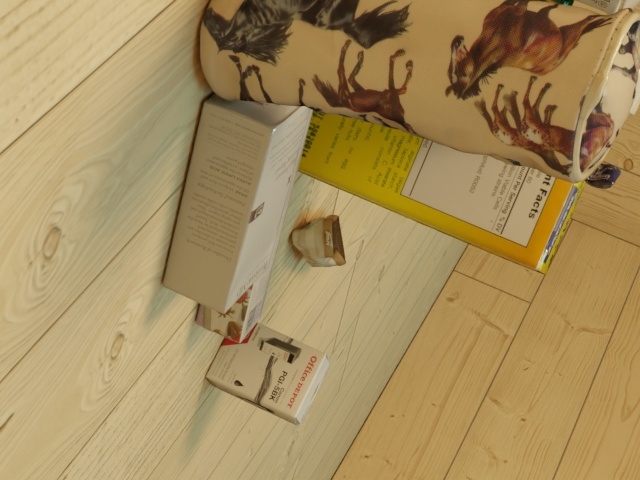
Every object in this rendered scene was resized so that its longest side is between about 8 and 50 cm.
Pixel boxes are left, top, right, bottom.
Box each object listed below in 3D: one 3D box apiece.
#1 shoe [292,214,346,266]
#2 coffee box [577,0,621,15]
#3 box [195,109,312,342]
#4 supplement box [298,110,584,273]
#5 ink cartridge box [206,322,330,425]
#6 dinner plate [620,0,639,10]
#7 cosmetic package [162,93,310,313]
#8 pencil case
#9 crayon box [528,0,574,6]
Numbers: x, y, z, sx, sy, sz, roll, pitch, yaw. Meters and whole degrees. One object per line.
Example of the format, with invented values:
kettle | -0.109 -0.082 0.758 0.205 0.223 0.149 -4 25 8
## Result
shoe | 0.000 0.000 1.967 0.219 0.058 0.077 35 48 -82
coffee box | 0.244 -0.499 1.367 0.338 0.338 0.334 -56 165 -40
box | -0.077 -0.028 1.528 0.067 0.063 0.324 -53 162 -52
supplement box | 0.144 -0.115 1.621 0.194 0.356 0.195 -66 168 2
ink cartridge box | -0.068 0.171 1.771 0.056 0.135 0.099 74 40 -71
dinner plate | 0.341 -0.291 1.359 0.141 0.017 0.141 -60 167 -23
cosmetic package | -0.086 -0.052 1.397 0.117 0.085 0.231 -49 158 -55
pencil case | 0.086 -0.168 1.216 0.183 0.410 0.160 19 87 -66
crayon box | 0.120 -0.240 1.464 0.081 0.278 0.165 -43 153 -63
